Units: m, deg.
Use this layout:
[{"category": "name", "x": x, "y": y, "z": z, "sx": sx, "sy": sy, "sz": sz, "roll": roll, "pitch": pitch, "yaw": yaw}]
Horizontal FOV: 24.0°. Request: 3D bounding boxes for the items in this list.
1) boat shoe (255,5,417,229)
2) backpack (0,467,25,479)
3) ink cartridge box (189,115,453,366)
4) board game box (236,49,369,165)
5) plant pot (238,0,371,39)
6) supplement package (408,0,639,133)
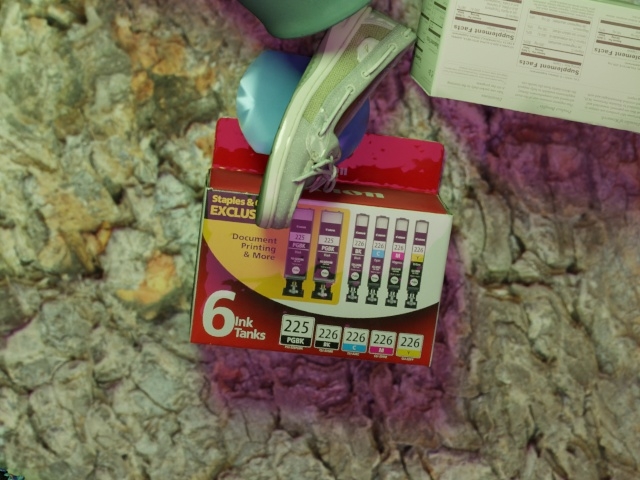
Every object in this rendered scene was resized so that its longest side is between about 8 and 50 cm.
[{"category": "boat shoe", "x": 0.013, "y": -0.146, "z": 1.810, "sx": 0.103, "sy": 0.118, "sz": 0.320, "roll": 25, "pitch": 65, "yaw": 1}, {"category": "backpack", "x": -0.427, "y": 0.382, "z": 1.987, "sx": 0.173, "sy": 0.117, "sz": 0.158, "roll": 17, "pitch": 103, "yaw": -8}, {"category": "ink cartridge box", "x": 0.000, "y": 0.000, "z": 1.905, "sx": 0.309, "sy": 0.130, "sz": 0.272, "roll": 5, "pitch": 104, "yaw": -5}, {"category": "board game box", "x": -0.024, "y": -0.163, "z": 1.892, "sx": 0.168, "sy": 0.033, "sz": 0.133, "roll": 9, "pitch": 81, "yaw": -7}, {"category": "plant pot", "x": -0.042, "y": -0.385, "z": 1.738, "sx": 0.271, "sy": 0.272, "sz": 0.255, "roll": -31, "pitch": 119, "yaw": 5}, {"category": "supplement package", "x": 0.257, "y": -0.234, "z": 1.817, "sx": 0.261, "sy": 0.204, "sz": 0.145, "roll": 10, "pitch": 103, "yaw": -7}]
